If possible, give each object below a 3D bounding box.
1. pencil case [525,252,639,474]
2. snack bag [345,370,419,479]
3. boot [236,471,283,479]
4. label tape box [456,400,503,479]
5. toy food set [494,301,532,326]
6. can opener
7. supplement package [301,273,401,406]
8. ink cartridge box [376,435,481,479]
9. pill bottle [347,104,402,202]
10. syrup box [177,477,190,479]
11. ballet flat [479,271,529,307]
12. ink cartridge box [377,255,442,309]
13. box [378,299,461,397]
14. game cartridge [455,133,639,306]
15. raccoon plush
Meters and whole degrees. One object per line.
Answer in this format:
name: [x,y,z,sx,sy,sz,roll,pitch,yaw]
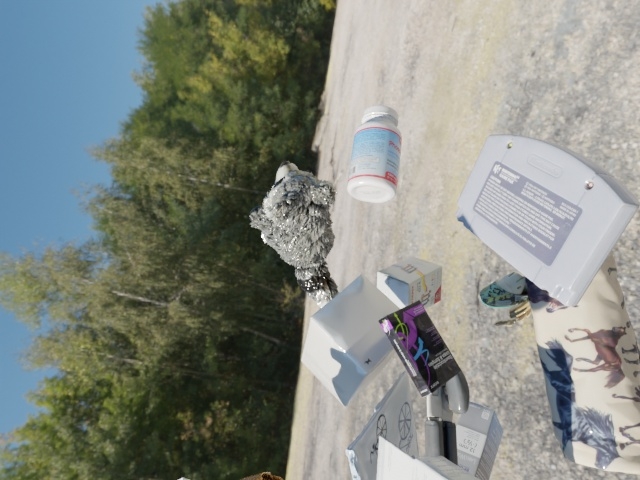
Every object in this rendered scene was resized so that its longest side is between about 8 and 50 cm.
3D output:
pencil case: [0.469,0.187,0.818,0.160,0.183,0.410,-27,66,55]
snack bag: [0.158,0.532,1.113,0.342,0.037,0.323,-29,-67,-56]
boot: [-0.148,0.536,0.909,0.295,0.211,0.104,71,-177,-48]
label tape box: [0.511,0.761,1.607,0.347,0.115,0.249,-60,-39,-23]
toy food set: [0.524,0.155,1.170,0.192,0.038,0.132,-45,-7,-9]
can opener: [0.280,0.420,1.032,0.095,0.076,0.283,-35,46,55]
supplement package: [0.081,0.253,1.157,0.175,0.177,0.293,-38,-20,-26]
ink cartridge box: [0.165,0.481,0.738,0.239,0.060,0.275,172,104,-69]
pill bottle: [0.099,-0.155,0.839,0.087,0.087,0.160,115,165,-72]
syrup box: [-0.164,0.421,0.552,0.096,0.093,0.237,-47,27,40]
ballet flat: [0.388,0.088,0.918,0.070,0.188,0.070,8,100,56]
ink cartridge box: [0.278,0.146,1.478,0.127,0.176,0.128,20,121,45]
box: [0.194,0.204,0.909,0.029,0.116,0.162,-42,71,42]
game cartridge: [0.346,-0.057,0.760,0.294,0.060,0.196,-123,42,-54]
raccoon plush: [0.000,0.000,1.232,0.216,0.446,0.299,-41,15,-10]
